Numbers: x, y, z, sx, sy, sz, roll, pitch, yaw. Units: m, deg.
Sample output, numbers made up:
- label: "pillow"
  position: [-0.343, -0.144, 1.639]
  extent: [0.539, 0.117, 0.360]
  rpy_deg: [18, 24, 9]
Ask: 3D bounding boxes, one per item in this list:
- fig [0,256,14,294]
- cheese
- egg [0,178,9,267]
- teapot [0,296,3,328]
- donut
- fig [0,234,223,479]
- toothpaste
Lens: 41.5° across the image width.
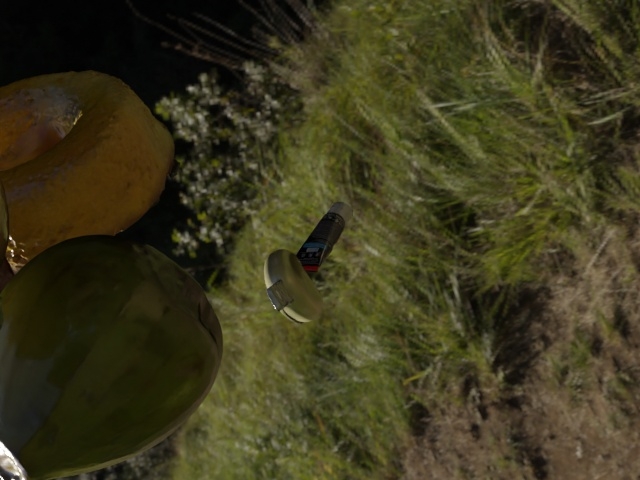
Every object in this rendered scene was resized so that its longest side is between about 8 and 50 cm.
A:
- label: "fig"
  position: [-0.514, 0.086, 1.136]
  extent: [0.224, 0.224, 0.263]
  rpy_deg: [43, 153, 41]
- label: "cheese"
  position: [-0.051, 0.077, 1.274]
  extent: [0.127, 0.054, 0.251]
  rpy_deg: [58, -174, 0]
- label: "egg"
  position: [-0.362, -0.015, 0.697]
  extent: [0.244, 0.201, 0.200]
  rpy_deg: [-139, 41, -79]
- label: "teapot"
  position: [-0.281, 0.122, 0.275]
  extent: [0.337, 0.200, 0.270]
  rpy_deg: [-52, 25, 17]
- label: "donut"
  position: [-0.455, -0.150, 1.425]
  extent: [0.435, 0.378, 0.163]
  rpy_deg: [40, 160, 45]
- label: "fig"
  position: [-0.236, 0.133, 0.877]
  extent: [0.240, 0.271, 0.239]
  rpy_deg: [22, 148, 14]
- label: "toothpaste"
  position: [0.000, 0.000, 1.542]
  extent: [0.071, 0.193, 0.045]
  rpy_deg: [-2, 125, 30]
